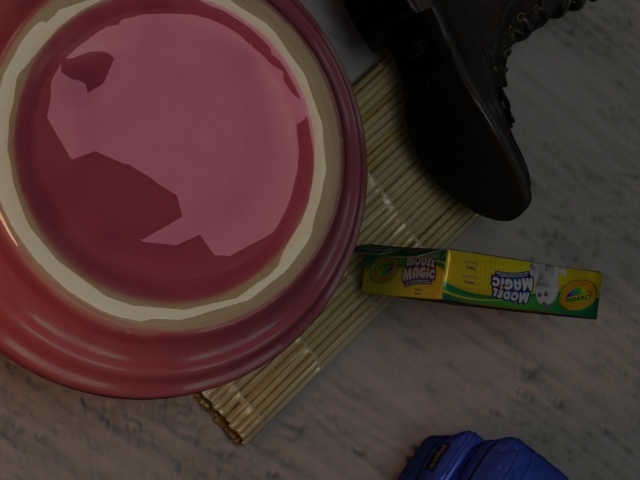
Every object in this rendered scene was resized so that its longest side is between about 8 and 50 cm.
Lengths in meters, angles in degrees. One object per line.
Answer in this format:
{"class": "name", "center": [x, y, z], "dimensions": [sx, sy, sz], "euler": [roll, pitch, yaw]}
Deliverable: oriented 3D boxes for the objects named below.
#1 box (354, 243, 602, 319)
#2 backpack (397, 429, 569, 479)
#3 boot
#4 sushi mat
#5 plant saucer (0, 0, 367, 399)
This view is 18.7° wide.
{"class": "box", "center": [0.115, 0.030, 1.485], "dimensions": [0.179, 0.105, 0.043], "euler": [11, 86, -34]}
{"class": "backpack", "center": [0.120, 0.196, 1.473], "dimensions": [0.101, 0.120, 0.098], "euler": [37, 70, -18]}
{"class": "boot", "center": [0.152, -0.170, 1.545], "dimensions": [0.229, 0.091, 0.263], "euler": [-31, 95, -37]}
{"class": "sushi mat", "center": [0.000, 0.000, 1.495], "dimensions": [0.316, 0.019, 0.151], "euler": [-43, 104, -25]}
{"class": "plant saucer", "center": [-0.114, -0.058, 1.324], "dimensions": [0.332, 0.084, 0.332], "euler": [2, 84, -21]}
